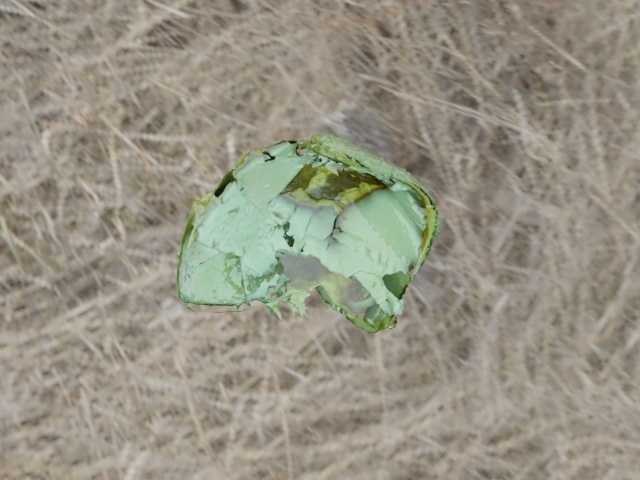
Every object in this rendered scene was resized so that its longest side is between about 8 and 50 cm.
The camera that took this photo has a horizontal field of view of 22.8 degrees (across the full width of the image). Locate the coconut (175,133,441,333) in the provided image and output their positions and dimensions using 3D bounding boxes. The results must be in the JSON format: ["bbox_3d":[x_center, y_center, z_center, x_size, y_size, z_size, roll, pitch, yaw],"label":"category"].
[{"bbox_3d":[-0.002,-0.004,0.826,0.158,0.055,0.133,-22,138,32],"label":"coconut"}]
